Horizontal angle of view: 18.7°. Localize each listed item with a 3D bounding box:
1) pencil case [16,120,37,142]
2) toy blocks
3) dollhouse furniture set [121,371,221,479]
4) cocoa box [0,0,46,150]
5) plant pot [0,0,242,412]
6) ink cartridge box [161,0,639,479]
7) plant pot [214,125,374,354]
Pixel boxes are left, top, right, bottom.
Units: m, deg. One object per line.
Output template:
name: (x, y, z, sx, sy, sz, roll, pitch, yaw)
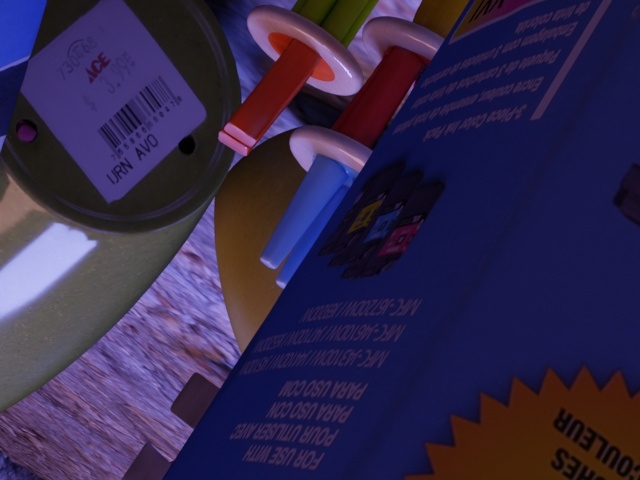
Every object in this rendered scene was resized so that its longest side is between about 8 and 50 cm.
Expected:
pencil case: (-0.263, -0.059, 1.361, 0.209, 0.095, 0.098, 27, 129, 29)
toy blocks: (0.005, -0.052, 0.719, 0.123, 0.148, 0.054, 14, 155, 50)
dollhouse furniture set: (-0.052, 0.283, 1.674, 0.262, 0.259, 0.135, 36, 174, -16)
cocoa box: (-0.299, -0.139, 0.732, 0.347, 0.228, 0.231, 32, -150, 16)
plant pot: (-0.171, -0.043, 0.973, 0.275, 0.274, 0.293, 40, 150, -22)
ink cartridge box: (0.097, 0.114, 0.568, 0.270, 0.395, 0.151, 37, 165, -14)
plant pot: (0.000, 0.000, 0.971, 0.095, 0.134, 0.134, 55, 173, 22)
